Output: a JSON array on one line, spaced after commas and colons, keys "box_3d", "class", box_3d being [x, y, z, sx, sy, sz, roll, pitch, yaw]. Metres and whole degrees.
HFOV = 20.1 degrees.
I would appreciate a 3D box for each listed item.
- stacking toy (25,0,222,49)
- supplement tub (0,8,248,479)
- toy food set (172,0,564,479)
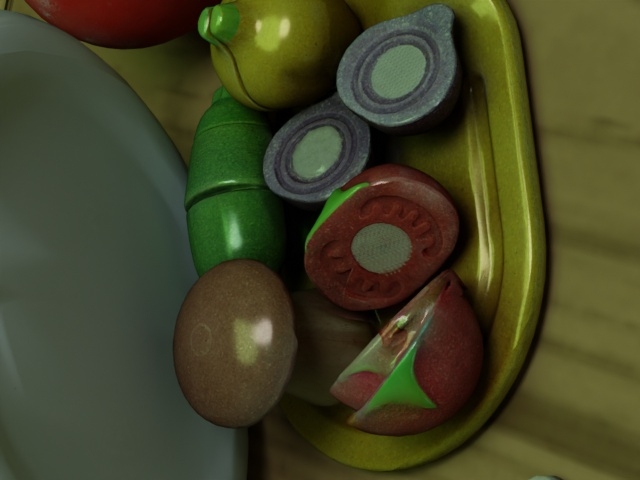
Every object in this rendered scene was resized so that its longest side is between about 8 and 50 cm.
[{"box_3d": [0.003, -0.166, 0.554, 0.330, 0.141, 0.141, -41, 55, 44], "class": "stacking toy"}, {"box_3d": [-0.212, 0.063, 0.608, 0.338, 0.207, 0.207, -15, 71, 23], "class": "supplement tub"}, {"box_3d": [0.000, 0.000, 0.555, 0.128, 0.071, 0.218, -22, 68, 43], "class": "toy food set"}]
